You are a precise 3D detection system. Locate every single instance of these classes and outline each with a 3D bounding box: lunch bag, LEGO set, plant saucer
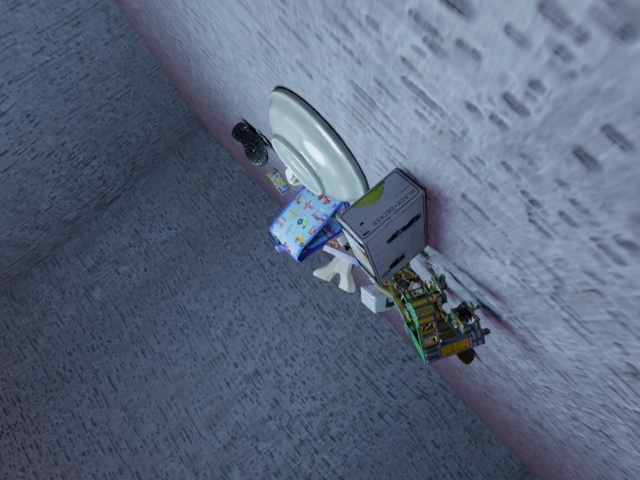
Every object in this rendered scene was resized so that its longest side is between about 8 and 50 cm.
[{"bbox_3d":[-0.053,-0.064,1.500,0.221,0.293,0.138,43,172,43],"label":"lunch bag"},{"bbox_3d":[0.309,0.148,1.082,0.331,0.192,0.254,-110,1,-67],"label":"LEGO set"},{"bbox_3d":[-0.035,-0.239,1.167,0.400,0.100,0.400,47,175,5],"label":"plant saucer"}]

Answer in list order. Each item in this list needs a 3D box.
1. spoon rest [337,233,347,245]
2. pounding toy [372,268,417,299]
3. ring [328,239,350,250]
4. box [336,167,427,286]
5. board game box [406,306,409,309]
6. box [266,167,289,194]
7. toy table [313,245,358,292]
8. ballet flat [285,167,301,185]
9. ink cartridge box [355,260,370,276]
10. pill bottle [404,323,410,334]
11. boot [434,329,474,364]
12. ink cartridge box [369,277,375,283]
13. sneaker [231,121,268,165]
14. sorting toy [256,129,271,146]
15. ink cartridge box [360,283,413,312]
[{"bbox_3d":[0.056,-0.098,1.665,0.276,0.084,0.137,60,-178,39],"label":"spoon rest"},{"bbox_3d":[0.258,0.123,1.398,0.130,0.141,0.100,33,173,6],"label":"pounding toy"},{"bbox_3d":[0.000,0.000,2.010,0.337,0.032,0.336,15,178,1],"label":"ring"},{"bbox_3d":[0.154,-0.017,0.936,0.087,0.169,0.290,48,176,27],"label":"box"},{"bbox_3d":[0.358,0.264,1.867,0.194,0.060,0.194,46,175,20],"label":"board game box"},{"bbox_3d":[-0.235,-0.326,2.269,0.054,0.059,0.169,46,174,31],"label":"box"},{"bbox_3d":[0.103,0.144,1.985,0.275,0.160,0.252,26,178,-19],"label":"toy table"},{"bbox_3d":[-0.092,-0.256,1.534,0.083,0.087,0.247,46,175,13],"label":"ballet flat"},{"bbox_3d":[0.246,0.141,1.848,0.181,0.062,0.104,48,175,5],"label":"ink cartridge box"},{"bbox_3d":[0.430,0.365,1.754,0.112,0.112,0.186,46,175,13],"label":"pill bottle"},{"bbox_3d":[0.488,0.376,1.587,0.213,0.077,0.165,47,177,-20],"label":"boot"},{"bbox_3d":[0.246,0.125,1.561,0.046,0.097,0.207,48,175,6],"label":"ink cartridge box"},{"bbox_3d":[-0.286,-0.426,1.842,0.124,0.107,0.283,24,-154,-53],"label":"sneaker"},{"bbox_3d":[-0.248,-0.447,1.771,0.083,0.012,0.062,48,180,-45],"label":"sorting toy"},{"bbox_3d":[0.267,0.224,1.651,0.127,0.175,0.072,-143,48,-66],"label":"ink cartridge box"}]
